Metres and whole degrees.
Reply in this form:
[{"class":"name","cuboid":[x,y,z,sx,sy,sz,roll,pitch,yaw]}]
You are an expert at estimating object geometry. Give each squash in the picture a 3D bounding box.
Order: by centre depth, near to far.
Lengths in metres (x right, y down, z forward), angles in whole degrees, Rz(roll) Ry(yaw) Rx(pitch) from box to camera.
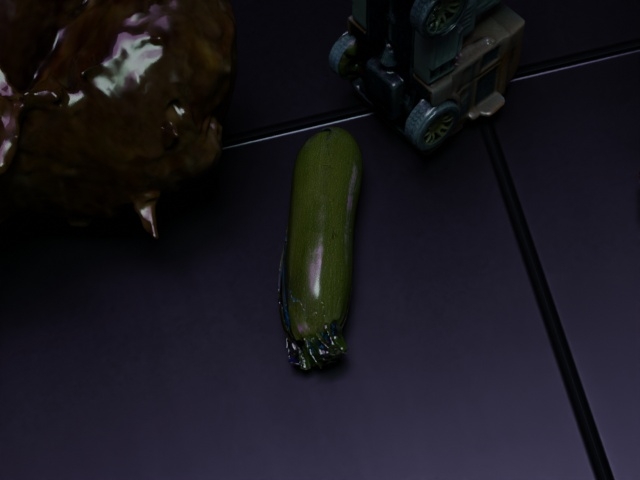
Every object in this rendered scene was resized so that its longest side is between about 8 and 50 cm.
[{"class":"squash","cuboid":[0.000,0.000,0.984,0.052,0.052,0.183,2,62,9]}]

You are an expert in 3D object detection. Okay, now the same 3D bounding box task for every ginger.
[{"class":"ginger","cuboid":[-0.227,-0.062,0.978,0.418,0.176,0.254,-42,75,-12]}]

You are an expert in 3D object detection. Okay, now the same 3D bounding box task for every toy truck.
[{"class":"toy truck","cuboid":[0.088,-0.185,0.967,0.140,0.256,0.108,-34,60,-20]}]

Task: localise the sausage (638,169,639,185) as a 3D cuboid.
[{"class":"sausage","cuboid":[0.289,0.038,0.930,0.034,0.034,0.253,-34,59,-13]}]
